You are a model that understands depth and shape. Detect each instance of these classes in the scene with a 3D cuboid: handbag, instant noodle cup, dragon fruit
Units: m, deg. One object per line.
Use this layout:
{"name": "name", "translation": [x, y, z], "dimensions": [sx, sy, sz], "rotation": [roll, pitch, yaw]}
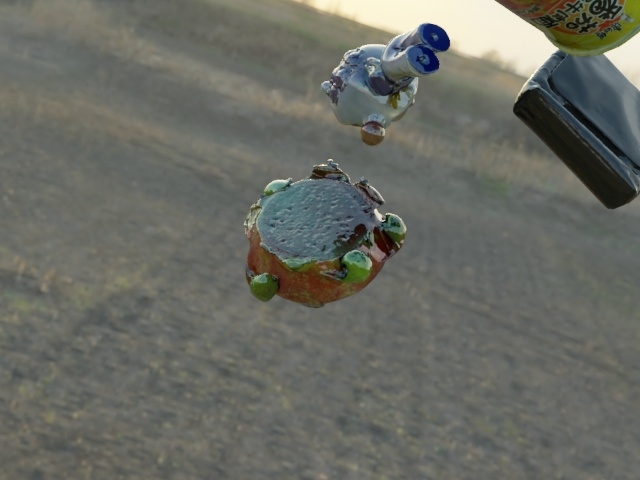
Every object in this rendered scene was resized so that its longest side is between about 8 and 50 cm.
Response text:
{"name": "handbag", "translation": [0.429, -0.191, 1.920], "dimensions": [0.247, 0.080, 0.223], "rotation": [45, 48, -2]}
{"name": "instant noodle cup", "translation": [0.340, -0.407, 1.727], "dimensions": [0.200, 0.264, 0.264], "rotation": [12, 11, -39]}
{"name": "dragon fruit", "translation": [0.000, 0.000, 2.017], "dimensions": [0.268, 0.130, 0.295], "rotation": [-17, 40, -14]}

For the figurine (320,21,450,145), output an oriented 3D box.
{"name": "figurine", "translation": [0.097, -0.242, 1.872], "dimensions": [0.133, 0.194, 0.274], "rotation": [27, 1, -13]}
